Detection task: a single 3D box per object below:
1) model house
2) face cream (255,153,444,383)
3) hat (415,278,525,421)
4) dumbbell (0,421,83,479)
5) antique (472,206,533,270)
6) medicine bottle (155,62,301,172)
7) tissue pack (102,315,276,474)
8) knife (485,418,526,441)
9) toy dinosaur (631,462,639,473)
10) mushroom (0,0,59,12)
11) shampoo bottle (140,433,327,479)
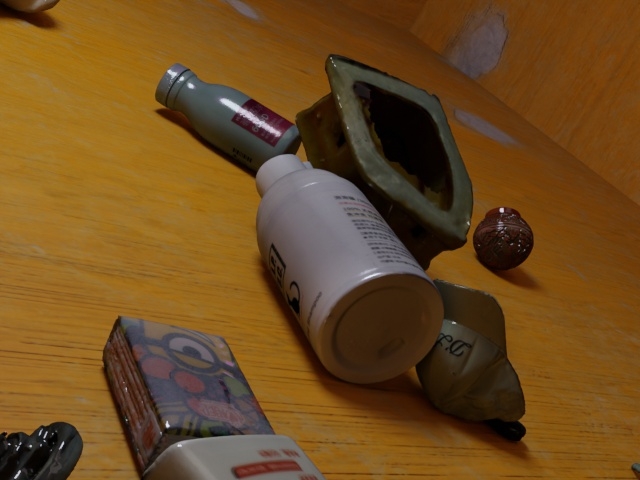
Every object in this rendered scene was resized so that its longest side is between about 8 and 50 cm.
[{"bbox_3d":[0.063,-0.074,1.374,0.173,0.239,0.268,-3,68,-31],"label":"model house"},{"bbox_3d":[0.000,0.000,1.195,0.145,0.145,0.369,18,21,-31],"label":"face cream"},{"bbox_3d":[0.157,0.122,1.112,0.122,0.166,0.081,16,31,36],"label":"hat"},{"bbox_3d":[-0.131,0.176,0.605,0.254,0.082,0.081,47,14,-17],"label":"dumbbell"},{"bbox_3d":[0.298,0.001,1.684,0.104,0.104,0.104,26,20,-10],"label":"antique"},{"bbox_3d":[-0.136,-0.179,1.518,0.217,0.090,0.090,32,19,7],"label":"medicine bottle"},{"bbox_3d":[-0.108,0.129,0.836,0.109,0.060,0.148,15,23,-33],"label":"tissue pack"},{"bbox_3d":[0.182,0.186,1.174,0.121,0.018,0.031,41,29,30],"label":"knife"},{"bbox_3d":[0.359,0.291,1.055,0.129,0.076,0.383,58,18,-19],"label":"toy dinosaur"},{"bbox_3d":[-0.501,-0.386,1.468,0.177,0.126,0.397,39,19,-3],"label":"mushroom"},{"bbox_3d":[0.011,0.249,0.679,0.284,0.071,0.153,46,15,27],"label":"shampoo bottle"}]
